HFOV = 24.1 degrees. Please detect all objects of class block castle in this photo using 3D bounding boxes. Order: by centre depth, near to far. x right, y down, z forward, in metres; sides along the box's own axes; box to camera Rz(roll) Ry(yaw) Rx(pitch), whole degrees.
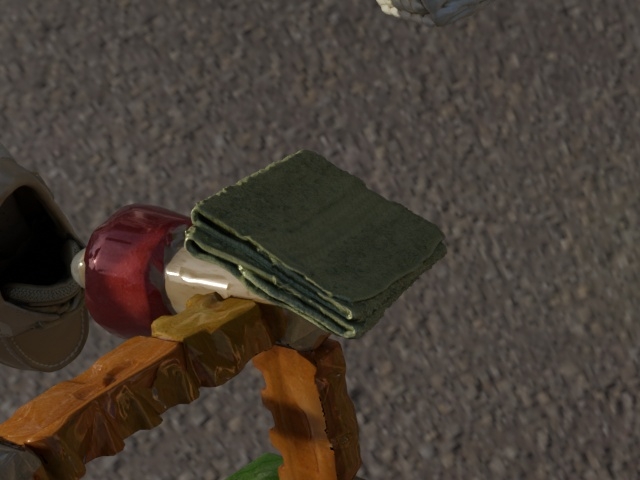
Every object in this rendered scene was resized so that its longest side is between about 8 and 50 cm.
[{"bbox_3d":[-0.115,0.236,0.890,0.212,0.453,0.303,9,31,43],"label":"block castle"}]

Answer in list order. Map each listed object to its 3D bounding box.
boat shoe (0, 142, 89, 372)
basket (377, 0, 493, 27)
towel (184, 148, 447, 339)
[{"bbox_3d":[-0.223,0.026,1.128,0.098,0.302,0.109,29,65,23],"label":"boat shoe"},{"bbox_3d":[0.086,-0.186,0.736,0.167,0.103,0.113,-28,19,-7],"label":"basket"},{"bbox_3d":[0.000,0.000,0.788,0.110,0.027,0.148,32,29,11],"label":"towel"}]
